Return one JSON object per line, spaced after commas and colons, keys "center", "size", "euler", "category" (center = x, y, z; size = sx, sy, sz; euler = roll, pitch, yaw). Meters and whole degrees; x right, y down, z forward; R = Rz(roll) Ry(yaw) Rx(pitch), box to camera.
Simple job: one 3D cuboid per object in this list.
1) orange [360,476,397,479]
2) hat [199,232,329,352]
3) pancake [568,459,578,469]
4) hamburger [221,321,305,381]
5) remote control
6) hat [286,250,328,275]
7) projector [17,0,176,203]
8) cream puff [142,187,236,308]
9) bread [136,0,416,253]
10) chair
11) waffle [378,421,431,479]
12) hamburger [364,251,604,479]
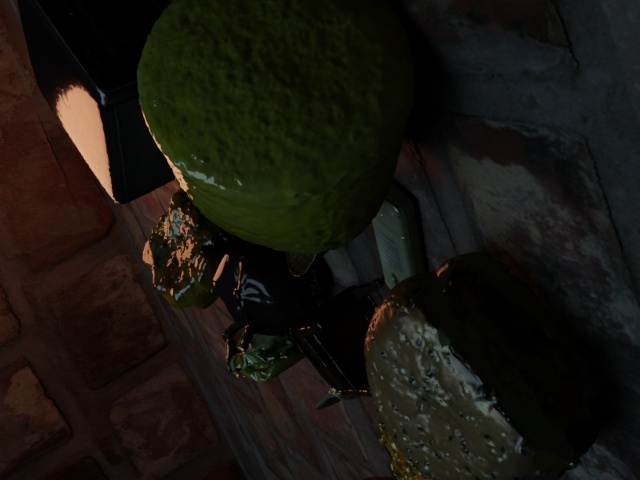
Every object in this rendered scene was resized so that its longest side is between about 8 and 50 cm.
{"center": [0.129, 0.621, 2.306], "size": [0.264, 0.264, 0.264], "euler": [50, 159, 27], "category": "orange"}
{"center": [-0.152, 0.078, 2.187], "size": [0.336, 0.208, 0.238], "euler": [25, 122, 56], "category": "hat"}
{"center": [0.294, 0.248, 1.586], "size": [0.184, 0.020, 0.191], "euler": [27, 139, 31], "category": "pancake"}
{"center": [-0.099, 0.217, 2.329], "size": [0.235, 0.214, 0.125], "euler": [19, 148, 54], "category": "hamburger"}
{"center": [0.120, 0.006, 1.694], "size": [0.098, 0.038, 0.234], "euler": [43, 156, 42], "category": "remote control"}
{"center": [0.000, 0.000, 1.971], "size": [0.146, 0.067, 0.146], "euler": [-41, 41, 51], "category": "hat"}
{"center": [-0.420, -0.345, 2.247], "size": [0.395, 0.242, 0.405], "euler": [54, 159, 23], "category": "projector"}
{"center": [-0.263, 0.016, 2.463], "size": [0.281, 0.185, 0.282], "euler": [-3, 86, 44], "category": "cream puff"}
{"center": [-0.052, -0.163, 1.444], "size": [0.348, 0.348, 0.308], "euler": [53, 167, 19], "category": "bread"}
{"center": [0.050, 0.194, 1.986], "size": [0.186, 0.160, 0.319], "euler": [54, 161, -1], "category": "chair"}
{"center": [0.211, 0.454, 2.102], "size": [0.329, 0.062, 0.329], "euler": [51, 161, 24], "category": "waffle"}
{"center": [0.205, 0.194, 1.455], "size": [0.318, 0.195, 0.277], "euler": [49, 144, 18], "category": "hamburger"}
